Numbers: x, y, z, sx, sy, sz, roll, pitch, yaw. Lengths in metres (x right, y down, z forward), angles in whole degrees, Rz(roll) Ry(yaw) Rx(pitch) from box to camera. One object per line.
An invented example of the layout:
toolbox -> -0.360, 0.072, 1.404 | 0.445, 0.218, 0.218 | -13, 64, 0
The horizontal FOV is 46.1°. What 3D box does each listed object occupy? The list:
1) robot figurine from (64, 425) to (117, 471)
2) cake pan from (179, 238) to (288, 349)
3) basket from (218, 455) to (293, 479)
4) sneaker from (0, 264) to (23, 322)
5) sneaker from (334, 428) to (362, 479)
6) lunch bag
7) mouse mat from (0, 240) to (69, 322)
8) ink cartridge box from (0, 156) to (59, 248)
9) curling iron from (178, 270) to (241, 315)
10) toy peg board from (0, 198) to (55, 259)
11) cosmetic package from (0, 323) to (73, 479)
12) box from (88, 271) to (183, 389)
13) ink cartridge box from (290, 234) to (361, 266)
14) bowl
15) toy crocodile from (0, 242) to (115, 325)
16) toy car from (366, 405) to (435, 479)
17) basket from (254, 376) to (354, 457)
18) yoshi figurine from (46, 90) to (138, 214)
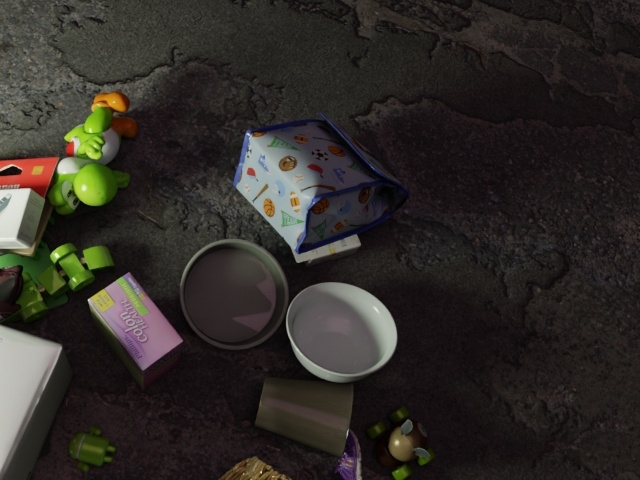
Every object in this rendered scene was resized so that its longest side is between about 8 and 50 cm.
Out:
robot figurine -> -0.549, 0.498, 1.797 | 0.115, 0.067, 0.101 | 17, 78, -6
cake pan -> -0.230, 0.143, 1.991 | 0.293, 0.054, 0.293 | 4, 78, -19
basket -> -0.174, 0.700, 1.790 | 0.213, 0.223, 0.299 | 22, 60, 33
sneaker -> -0.809, 0.070, 1.810 | 0.162, 0.106, 0.281 | -29, 88, -7
sneaker -> 0.068, 0.566, 1.916 | 0.071, 0.068, 0.170 | 0, 69, -7
lunch bag -> 0.016, -0.178, 2.071 | 0.385, 0.239, 0.328 | -16, 52, -38
mouse mat -> -0.751, 0.105, 1.941 | 0.152, 0.007, 0.190 | -20, 73, -20
ink cartridge box -> -0.830, -0.106, 1.899 | 0.296, 0.066, 0.261 | -1, 65, 20
curling iron -> -0.270, 0.111, 2.034 | 0.274, 0.035, 0.068 | -34, 80, -23
toy peg board -> -0.782, -0.026, 1.955 | 0.160, 0.079, 0.161 | 7, 62, 8
cosmetic package -> -0.804, 0.350, 1.653 | 0.393, 0.329, 0.327 | 20, 65, -6
box -> -0.449, 0.226, 1.833 | 0.117, 0.243, 0.213 | -36, 80, -23
ink cartridge box -> 0.000, 0.000, 2.124 | 0.198, 0.067, 0.115 | -15, 72, -20
bowl -> 0.044, 0.263, 1.970 | 0.298, 0.134, 0.298 | 8, 45, -8
toy crocodile -> -0.684, 0.114, 1.903 | 0.340, 0.105, 0.115 | -34, 79, -18
toy car -> 0.224, 0.507, 1.906 | 0.149, 0.188, 0.155 | -28, 77, -21
basket -> -0.043, 0.428, 1.900 | 0.227, 0.154, 0.204 | 13, 43, -2
yoshi figurine -> -0.576, -0.215, 1.988 | 0.203, 0.203, 0.362 | 34, 53, -24
